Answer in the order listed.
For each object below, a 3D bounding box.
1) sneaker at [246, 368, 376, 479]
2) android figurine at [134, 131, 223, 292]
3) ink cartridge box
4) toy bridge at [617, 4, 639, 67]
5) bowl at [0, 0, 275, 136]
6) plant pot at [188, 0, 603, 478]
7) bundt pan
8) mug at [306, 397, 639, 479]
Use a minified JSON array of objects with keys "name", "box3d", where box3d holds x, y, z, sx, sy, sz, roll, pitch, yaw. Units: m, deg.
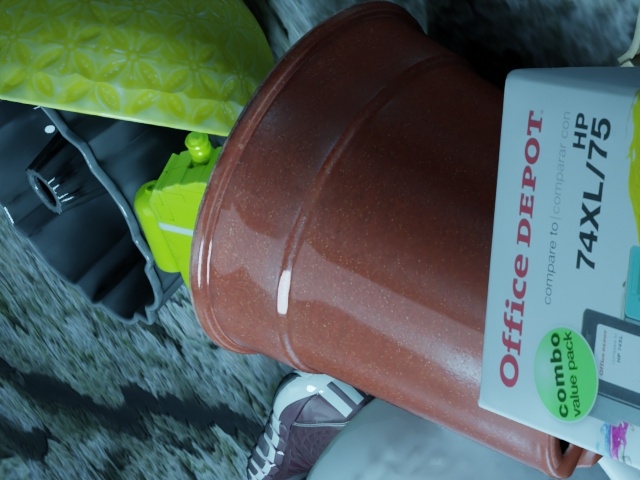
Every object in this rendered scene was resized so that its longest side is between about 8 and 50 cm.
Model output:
[{"name":"sneaker","box3d":[0.020,0.228,1.999,0.162,0.106,0.281,41,155,15]},{"name":"android figurine","box3d":[-0.050,0.005,1.735,0.248,0.056,0.273,11,145,24]},{"name":"ink cartridge box","box3d":[0.247,0.020,1.049,0.270,0.197,0.198,16,106,53]},{"name":"toy bridge","box3d":[0.221,-0.134,1.170,0.063,0.026,0.188,54,157,-2]},{"name":"bowl","box3d":[-0.161,-0.178,1.601,0.289,0.289,0.156,16,97,54]},{"name":"plant pot","box3d":[0.100,0.012,1.349,0.265,0.272,0.272,28,149,27]},{"name":"bundt pan","box3d":[-0.225,-0.083,1.948,0.331,0.124,0.331,39,155,23]},{"name":"mug","box3d":[0.162,0.240,1.559,0.328,0.276,0.374,47,146,22]}]
